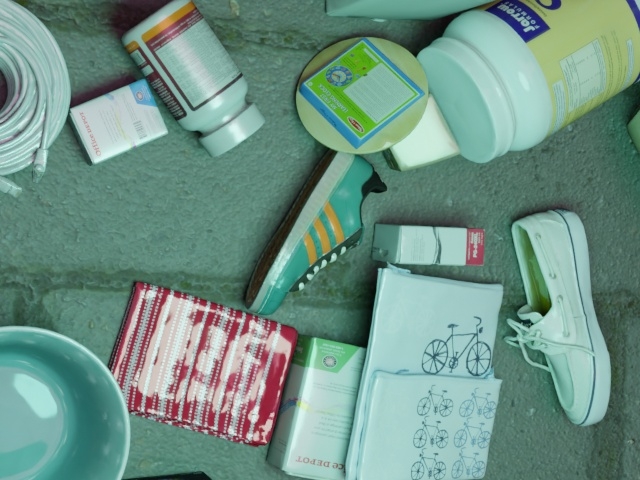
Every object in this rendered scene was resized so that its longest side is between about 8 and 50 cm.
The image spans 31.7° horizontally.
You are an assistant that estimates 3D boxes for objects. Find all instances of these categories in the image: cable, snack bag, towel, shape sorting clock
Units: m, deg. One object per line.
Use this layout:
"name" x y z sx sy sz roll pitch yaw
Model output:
"cable" -0.479 -0.213 1.568 0.257 0.089 0.257 23 83 -19
"snack bag" 0.183 0.219 1.794 0.323 0.037 0.342 10 89 -43
"towel" -0.180 0.193 1.723 0.275 0.031 0.198 18 84 -20
"shape sorting clock" 0.064 -0.226 1.752 0.206 0.040 0.206 -2 64 4

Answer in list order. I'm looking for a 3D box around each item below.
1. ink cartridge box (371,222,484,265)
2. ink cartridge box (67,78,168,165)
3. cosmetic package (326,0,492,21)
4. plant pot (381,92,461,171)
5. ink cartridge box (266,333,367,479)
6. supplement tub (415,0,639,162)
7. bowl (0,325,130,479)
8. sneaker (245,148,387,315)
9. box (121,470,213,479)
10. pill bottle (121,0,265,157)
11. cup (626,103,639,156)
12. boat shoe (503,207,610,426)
"ink cartridge box" 0.171 0.007 1.807 0.151 0.109 0.063 3 91 -21
"ink cartridge box" -0.300 -0.173 1.655 0.122 0.052 0.088 -26 100 -19
"cosmetic package" 0.161 -0.422 1.655 0.197 0.365 0.155 -2 94 -23
"plant pot" 0.145 -0.166 1.800 0.096 0.109 0.109 -30 102 -7
"ink cartridge box" 0.020 0.266 1.767 0.154 0.093 0.212 14 84 -20
"supplement tub" 0.341 -0.290 1.793 0.331 0.241 0.241 -32 102 -18
"bowl" -0.432 0.265 1.559 0.312 0.163 0.311 0 91 -20
"sneaker" 0.000 0.000 1.744 0.121 0.108 0.302 34 78 -14
"box" -0.207 0.430 1.591 0.165 0.270 0.143 -3 93 -21
"pill bottle" -0.184 -0.240 1.660 0.121 0.121 0.221 -39 104 -16
"cup" 0.666 -0.197 1.909 0.237 0.331 0.331 36 78 7
"boat shoe" 0.375 0.135 1.876 0.157 0.136 0.367 -8 91 -21
